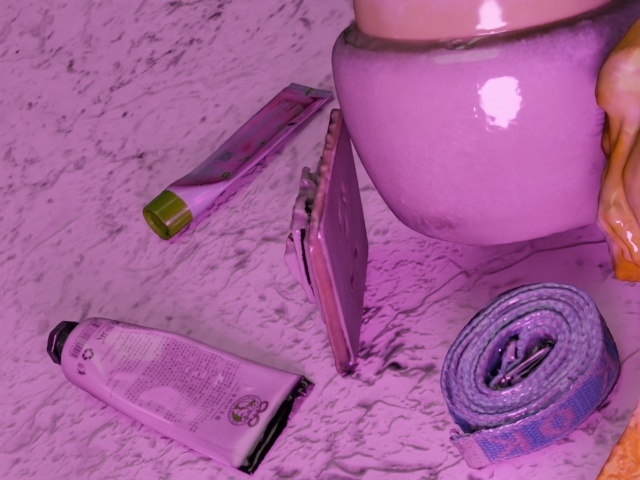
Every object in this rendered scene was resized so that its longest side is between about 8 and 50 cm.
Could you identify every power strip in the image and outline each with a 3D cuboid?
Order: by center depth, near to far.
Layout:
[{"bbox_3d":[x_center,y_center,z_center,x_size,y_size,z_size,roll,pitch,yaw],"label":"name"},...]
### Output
[{"bbox_3d":[0.000,0.000,1.768,0.065,0.213,0.198,-2,42,13],"label":"power strip"}]

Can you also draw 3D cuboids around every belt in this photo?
[{"bbox_3d":[0.191,0.119,1.599,0.163,0.082,0.147,-20,47,10],"label":"belt"}]

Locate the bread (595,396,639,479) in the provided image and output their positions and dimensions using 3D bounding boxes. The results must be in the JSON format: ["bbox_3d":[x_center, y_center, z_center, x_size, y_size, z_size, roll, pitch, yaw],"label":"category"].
[{"bbox_3d":[0.288,0.210,1.369,0.169,0.140,0.160,5,60,34],"label":"bread"}]

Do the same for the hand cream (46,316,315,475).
[{"bbox_3d":[-0.162,0.150,1.846,0.336,0.076,0.121,16,62,38],"label":"hand cream"}]

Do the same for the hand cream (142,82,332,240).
[{"bbox_3d":[-0.104,-0.105,2.122,0.079,0.050,0.275,36,64,26],"label":"hand cream"}]

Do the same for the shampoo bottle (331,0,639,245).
[{"bbox_3d":[0.175,-0.161,1.713,0.323,0.317,0.322,-7,20,2],"label":"shampoo bottle"}]

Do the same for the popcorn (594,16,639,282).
[{"bbox_3d":[0.399,-0.071,1.517,0.312,0.312,0.312,-20,37,16],"label":"popcorn"}]
